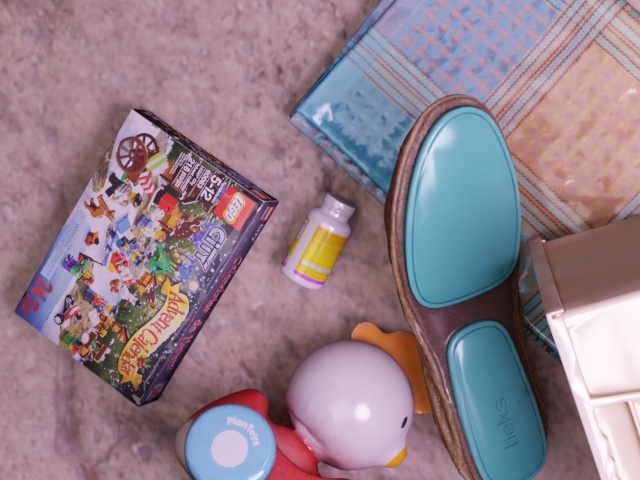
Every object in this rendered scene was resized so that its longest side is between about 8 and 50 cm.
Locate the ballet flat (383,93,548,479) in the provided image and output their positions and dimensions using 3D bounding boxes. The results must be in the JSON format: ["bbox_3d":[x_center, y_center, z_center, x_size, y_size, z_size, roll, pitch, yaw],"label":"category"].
[{"bbox_3d":[0.111,0.041,1.067,0.116,0.124,0.342,-20,110,-13],"label":"ballet flat"}]

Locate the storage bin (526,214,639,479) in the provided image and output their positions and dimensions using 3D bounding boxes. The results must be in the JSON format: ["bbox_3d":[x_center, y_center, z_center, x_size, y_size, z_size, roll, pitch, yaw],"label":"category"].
[{"bbox_3d":[0.255,0.126,0.955,0.123,0.262,0.260,-18,98,9],"label":"storage bin"}]

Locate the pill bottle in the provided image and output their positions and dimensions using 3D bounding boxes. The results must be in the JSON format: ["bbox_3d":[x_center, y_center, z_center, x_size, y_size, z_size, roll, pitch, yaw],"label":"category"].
[{"bbox_3d":[0.000,0.000,1.167,0.043,0.043,0.083,31,101,14],"label":"pill bottle"}]

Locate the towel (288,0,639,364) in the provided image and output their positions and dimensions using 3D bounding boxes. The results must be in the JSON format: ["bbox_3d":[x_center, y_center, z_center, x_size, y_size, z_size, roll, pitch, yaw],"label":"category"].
[{"bbox_3d":[0.183,-0.090,1.108,0.370,0.040,0.271,43,104,11],"label":"towel"}]

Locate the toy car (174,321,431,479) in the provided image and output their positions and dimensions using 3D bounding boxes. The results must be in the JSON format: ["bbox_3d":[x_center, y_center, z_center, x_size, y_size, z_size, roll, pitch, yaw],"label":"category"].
[{"bbox_3d":[0.019,0.179,1.117,0.238,0.219,0.210,-40,79,-14],"label":"toy car"}]

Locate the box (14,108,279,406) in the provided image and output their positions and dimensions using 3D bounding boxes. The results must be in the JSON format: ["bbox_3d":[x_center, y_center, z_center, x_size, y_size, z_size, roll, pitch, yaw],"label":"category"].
[{"bbox_3d":[-0.166,0.016,1.221,0.159,0.044,0.233,35,102,14],"label":"box"}]
